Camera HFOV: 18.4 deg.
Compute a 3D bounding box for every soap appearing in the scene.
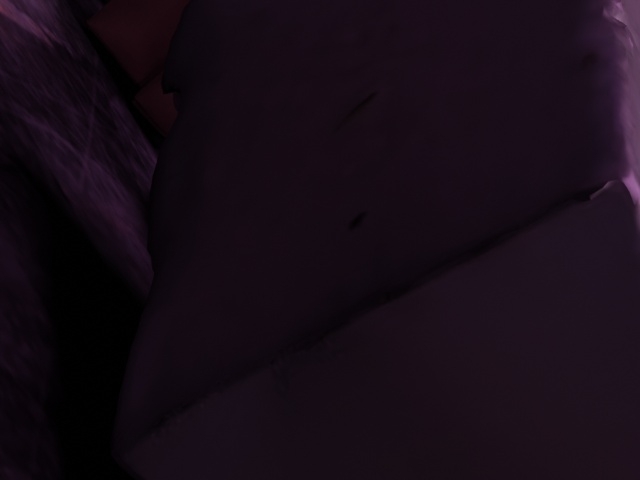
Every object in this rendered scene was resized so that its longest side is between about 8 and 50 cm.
[{"bbox_3d":[0.124,0.098,0.777,0.435,0.213,0.350,50,28,-29],"label":"soap"}]

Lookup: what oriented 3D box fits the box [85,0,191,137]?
[{"bbox_3d":[-0.011,-0.150,1.159,0.086,0.215,0.215,50,7,8],"label":"box"}]
